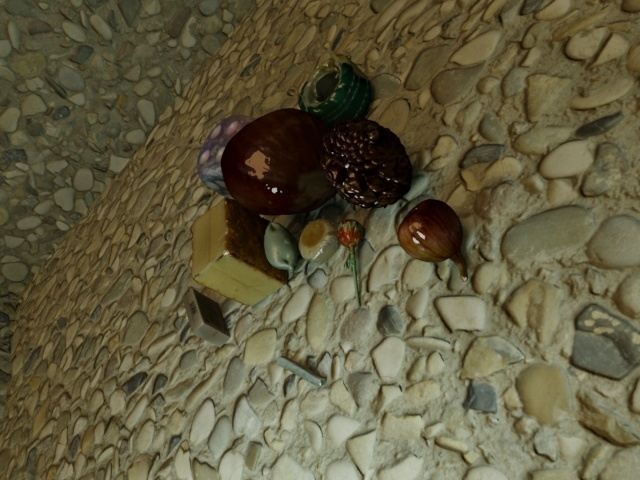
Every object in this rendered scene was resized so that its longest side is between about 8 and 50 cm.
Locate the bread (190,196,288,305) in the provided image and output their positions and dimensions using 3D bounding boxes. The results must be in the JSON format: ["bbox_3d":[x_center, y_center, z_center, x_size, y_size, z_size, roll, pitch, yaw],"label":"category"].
[{"bbox_3d":[-0.281,0.042,1.828,0.207,0.279,0.279,-36,46,25],"label":"bread"}]

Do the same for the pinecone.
[{"bbox_3d":[0.137,-0.222,1.570,0.242,0.296,0.298,-35,63,6],"label":"pinecone"}]

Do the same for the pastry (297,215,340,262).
[{"bbox_3d":[0.000,0.000,1.713,0.166,0.088,0.165,-27,47,34],"label":"pastry"}]

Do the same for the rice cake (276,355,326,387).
[{"bbox_3d":[-0.058,0.382,1.553,0.208,0.033,0.033,13,85,48],"label":"rice cake"}]

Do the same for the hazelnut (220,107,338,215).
[{"bbox_3d":[-0.113,-0.243,1.771,0.420,0.421,0.352,-117,36,-47],"label":"hazelnut"}]

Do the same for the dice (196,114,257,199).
[{"bbox_3d":[-0.302,-0.313,2.099,0.270,0.270,0.271,2,66,47],"label":"dice"}]

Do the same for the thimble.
[{"bbox_3d":[0.057,-0.543,1.967,0.254,0.167,0.288,0,66,46],"label":"thimble"}]

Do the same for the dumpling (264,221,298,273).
[{"bbox_3d":[-0.115,0.037,1.757,0.105,0.149,0.216,-43,44,18],"label":"dumpling"}]

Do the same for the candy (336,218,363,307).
[{"bbox_3d":[0.101,0.066,1.595,0.078,0.084,0.287,-26,58,34],"label":"candy"}]

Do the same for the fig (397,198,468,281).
[{"bbox_3d":[0.304,-0.001,1.372,0.175,0.207,0.175,-51,2,3],"label":"fig"}]

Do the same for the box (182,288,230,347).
[{"bbox_3d":[-0.412,0.277,1.911,0.058,0.141,0.201,-44,42,7],"label":"box"}]
